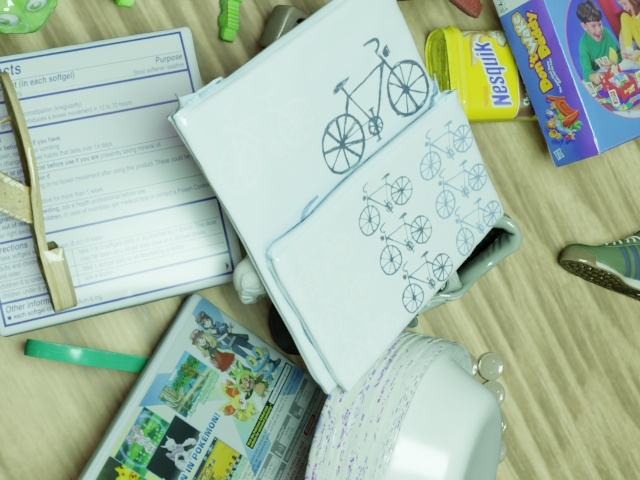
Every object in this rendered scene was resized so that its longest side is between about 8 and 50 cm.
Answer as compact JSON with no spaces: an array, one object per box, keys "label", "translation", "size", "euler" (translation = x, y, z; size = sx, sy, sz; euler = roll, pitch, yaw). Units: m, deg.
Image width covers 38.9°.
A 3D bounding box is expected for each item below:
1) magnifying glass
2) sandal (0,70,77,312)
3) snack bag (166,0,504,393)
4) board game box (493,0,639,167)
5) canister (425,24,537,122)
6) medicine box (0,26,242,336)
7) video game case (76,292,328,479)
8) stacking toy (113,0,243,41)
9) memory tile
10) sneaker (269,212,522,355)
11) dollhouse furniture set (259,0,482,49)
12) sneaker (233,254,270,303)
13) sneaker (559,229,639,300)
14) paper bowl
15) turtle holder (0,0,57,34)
[{"label":"magnifying glass","translation":[-0.224,0.140,1.050],"size":[0.230,0.092,0.026],"euler":[14,80,-23]},{"label":"sandal","translation":[-0.307,-0.039,0.876],"size":[0.079,0.088,0.240],"euler":[-17,97,-20]},{"label":"snack bag","translation":[0.042,-0.071,0.923],"size":[0.323,0.037,0.343],"euler":[-42,118,-30]},{"label":"board game box","translation":[0.408,-0.261,1.181],"size":[0.347,0.078,0.233],"euler":[-22,93,-30]},{"label":"canister","translation":[0.231,-0.214,1.183],"size":[0.169,0.073,0.126],"euler":[-5,87,-16]},{"label":"medicine box","translation":[-0.250,-0.065,1.013],"size":[0.263,0.149,0.290],"euler":[-13,90,-14]},{"label":"video game case","translation":[-0.102,0.271,1.013],"size":[0.300,0.036,0.329],"euler":[38,54,-15]},{"label":"stacking toy","translation":[-0.157,-0.362,1.068],"size":[0.166,0.052,0.221],"euler":[6,86,-39]},{"label":"memory tile","translation":[0.190,0.220,1.181],"size":[0.113,0.012,0.148],"euler":[-1,87,-14]},{"label":"sneaker","translation":[0.093,0.040,1.093],"size":[0.330,0.146,0.123],"euler":[-29,102,-13]},{"label":"dollhouse furniture set","translation":[0.042,-0.227,1.063],"size":[0.152,0.201,0.374],"euler":[23,88,-34]},{"label":"sneaker","translation":[-0.047,-0.006,0.988],"size":[0.090,0.232,0.115],"euler":[-23,94,20]},{"label":"sneaker","translation":[0.415,0.024,1.227],"size":[0.192,0.064,0.086],"euler":[21,75,-13]},{"label":"paper bowl","translation":[0.107,0.248,1.010],"size":[0.148,0.284,0.284],"euler":[11,83,25]},{"label":"turtle holder","translation":[-0.459,-0.295,0.931],"size":[0.243,0.227,0.320],"euler":[-38,96,-14]}]
